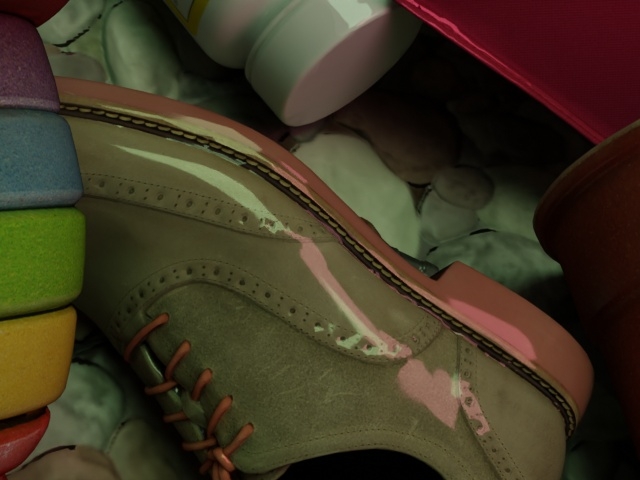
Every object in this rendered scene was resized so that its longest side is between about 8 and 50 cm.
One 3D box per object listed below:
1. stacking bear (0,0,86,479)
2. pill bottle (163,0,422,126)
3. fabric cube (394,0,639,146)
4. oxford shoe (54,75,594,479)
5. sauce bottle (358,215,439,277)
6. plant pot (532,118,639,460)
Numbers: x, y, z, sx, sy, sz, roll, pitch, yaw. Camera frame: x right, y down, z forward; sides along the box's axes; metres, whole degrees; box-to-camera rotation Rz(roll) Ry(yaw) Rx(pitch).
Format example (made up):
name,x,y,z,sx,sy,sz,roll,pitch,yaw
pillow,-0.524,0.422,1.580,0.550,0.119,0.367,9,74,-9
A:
name,x,y,z,sx,sy,sz,roll,pitch,yaw
stacking bear,-0.158,0.034,0.442,0.176,0.164,0.288,-3,92,-7
pill bottle,-0.045,-0.172,0.697,0.119,0.119,0.208,-29,75,-37
fabric cube,0.211,-0.214,0.702,0.254,0.259,0.258,32,37,-25
oxford shoe,-0.037,0.041,0.557,0.348,0.123,0.130,26,57,-7
sauce bottle,0.000,0.000,0.652,0.128,0.042,0.042,27,51,-9
plant pot,0.265,0.084,0.600,0.272,0.272,0.265,1,66,-25
